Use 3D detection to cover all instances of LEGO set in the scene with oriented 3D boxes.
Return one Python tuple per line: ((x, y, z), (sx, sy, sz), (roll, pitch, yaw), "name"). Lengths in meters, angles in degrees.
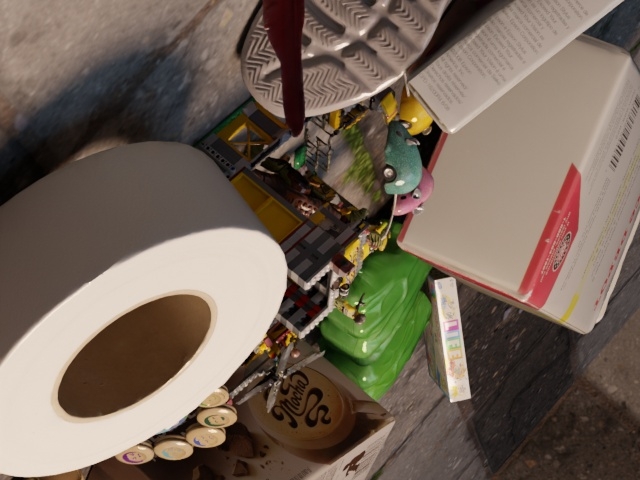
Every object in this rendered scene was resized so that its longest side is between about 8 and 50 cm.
((0.000, 0.000, 1.709), (0.255, 0.192, 0.331), (-38, 158, -33), "LEGO set")

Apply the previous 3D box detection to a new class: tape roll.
((-0.167, 0.058, 1.487), (0.286, 0.100, 0.286), (-30, 153, -18), "tape roll")

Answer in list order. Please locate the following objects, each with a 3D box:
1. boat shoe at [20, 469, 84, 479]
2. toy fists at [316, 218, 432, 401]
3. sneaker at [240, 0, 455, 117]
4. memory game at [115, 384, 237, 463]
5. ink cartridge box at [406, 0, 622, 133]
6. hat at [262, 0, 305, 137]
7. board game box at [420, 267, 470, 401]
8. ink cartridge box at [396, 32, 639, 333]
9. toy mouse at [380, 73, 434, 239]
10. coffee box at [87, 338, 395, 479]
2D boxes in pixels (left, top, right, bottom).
((-0.271, 0.246, 1.777), (0.135, 0.050, 0.045), (-36, 162, -36), "boat shoe")
((0.055, 0.089, 2.161), (0.142, 0.096, 0.279), (-60, 166, -22), "toy fists")
((0.078, -0.221, 1.587), (0.321, 0.124, 0.180), (-40, 179, 12), "sneaker")
((-0.167, 0.155, 1.706), (0.186, 0.186, 0.012), (90, -2, -56), "memory game")
((0.218, -0.242, 1.630), (0.330, 0.071, 0.324), (-39, -171, 12), "ink cartridge box")
((0.005, -0.218, 1.323), (0.173, 0.183, 0.208), (-19, 144, -57), "hat")
((0.145, 0.104, 2.282), (0.026, 0.103, 0.154), (-11, 107, -8), "board game box")
((0.249, -0.064, 2.116), (0.279, 0.160, 0.384), (-68, 161, -2), "ink cartridge box")
((0.078, -0.062, 1.659), (0.161, 0.031, 0.143), (75, 24, -58), "toy mouse")
((-0.085, 0.232, 1.996), (0.297, 0.168, 0.119), (-29, 152, -45), "coffee box")
